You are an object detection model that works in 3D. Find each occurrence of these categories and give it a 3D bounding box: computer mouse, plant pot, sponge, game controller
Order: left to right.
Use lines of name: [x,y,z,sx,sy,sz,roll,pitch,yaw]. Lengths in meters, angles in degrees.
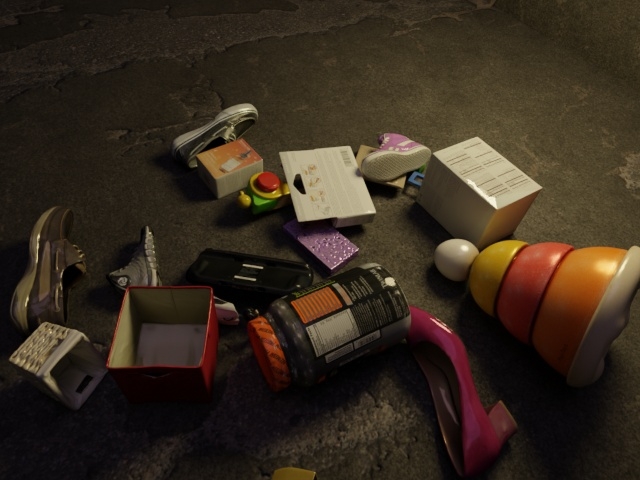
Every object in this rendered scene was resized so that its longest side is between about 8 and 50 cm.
computer mouse: [-0.234,0.184,1.097,0.193,0.106,0.042,16,43,18]
game controller: [-0.180,0.087,1.167,0.319,0.067,0.166,8,31,6]
plant pot: [-0.057,0.486,0.866,0.083,0.081,0.081,11,49,17]
sponge: [0.000,0.000,1.310,0.117,0.031,0.210,-34,60,-29]

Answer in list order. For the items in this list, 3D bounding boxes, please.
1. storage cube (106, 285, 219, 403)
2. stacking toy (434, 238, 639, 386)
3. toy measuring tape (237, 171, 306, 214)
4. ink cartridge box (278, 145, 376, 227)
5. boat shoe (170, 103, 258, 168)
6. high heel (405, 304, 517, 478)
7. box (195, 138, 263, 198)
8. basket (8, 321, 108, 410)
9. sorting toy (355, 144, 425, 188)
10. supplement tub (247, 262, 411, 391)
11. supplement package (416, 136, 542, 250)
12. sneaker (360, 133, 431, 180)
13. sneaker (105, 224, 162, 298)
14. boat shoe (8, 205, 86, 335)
storage cube: [-0.325,0.228,0.978,0.184,0.193,0.215,1,49,-6]
stacking toy: [0.507,0.105,1.140,0.480,0.350,0.350,27,51,35]
toy measuring tape: [-0.119,-0.170,1.396,0.330,0.121,0.121,-22,55,-33]
ink cartridge box: [0.015,-0.163,1.371,0.239,0.060,0.275,-8,59,-14]
boat shoe: [-0.336,-0.341,1.523,0.335,0.121,0.119,-37,70,-18]
high heel: [0.261,0.316,1.003,0.181,0.127,0.377,-21,58,-35]
box: [-0.289,-0.232,1.436,0.170,0.091,0.130,-29,58,-26]
basket: [-0.546,0.261,0.946,0.103,0.167,0.113,18,50,15]
sorting toy: [0.202,-0.244,1.531,0.348,0.047,0.196,16,46,7]
supplement tub: [0.018,0.197,1.031,0.338,0.207,0.207,-20,55,-21]
supplement package: [0.470,-0.141,1.369,0.198,0.199,0.262,-23,56,-24]
sneaker: [0.210,-0.282,1.475,0.282,0.102,0.161,-16,46,-36]
sneaker: [-0.493,0.059,1.175,0.132,0.086,0.228,-12,53,-13]
boat shoe: [-0.658,0.073,1.132,0.130,0.132,0.355,4,58,-15]
